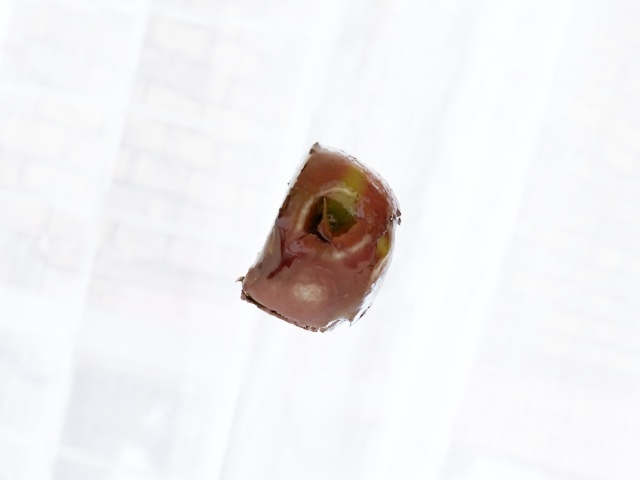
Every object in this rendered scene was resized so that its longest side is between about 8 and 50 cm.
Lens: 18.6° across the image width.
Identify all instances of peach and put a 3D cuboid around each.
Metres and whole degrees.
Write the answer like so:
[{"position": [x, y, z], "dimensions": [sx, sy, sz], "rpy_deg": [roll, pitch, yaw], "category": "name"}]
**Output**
[{"position": [0.005, 0.004, 1.373], "dimensions": [0.092, 0.127, 0.172], "rpy_deg": [24, 174, 2], "category": "peach"}]
